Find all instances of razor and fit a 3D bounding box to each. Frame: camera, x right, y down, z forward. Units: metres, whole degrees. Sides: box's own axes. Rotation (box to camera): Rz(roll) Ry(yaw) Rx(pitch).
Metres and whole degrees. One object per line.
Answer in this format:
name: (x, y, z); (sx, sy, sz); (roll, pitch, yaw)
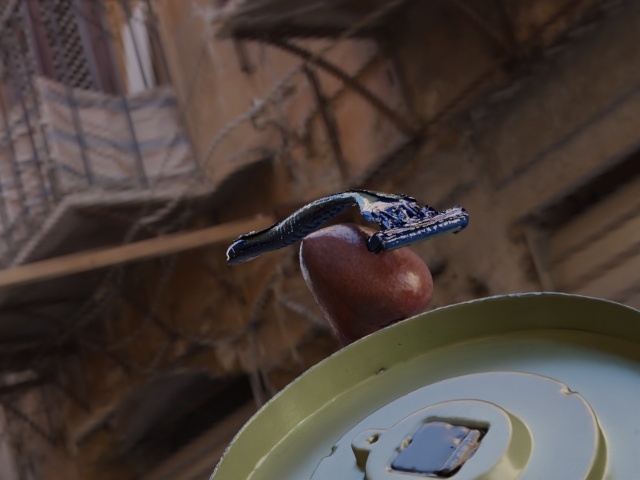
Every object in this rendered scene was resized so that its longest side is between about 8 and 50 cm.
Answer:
razor: (-0.003, -0.012, 1.293); (0.093, 0.056, 0.324); (-15, 4, -33)

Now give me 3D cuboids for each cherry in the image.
cherry: (0.045, 0.039, 1.229); (0.106, 0.126, 0.087); (-25, 1, 38)

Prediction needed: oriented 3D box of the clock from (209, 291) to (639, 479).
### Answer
clock: (0.055, 0.098, 0.622); (0.235, 0.029, 0.235); (-20, 24, 9)
